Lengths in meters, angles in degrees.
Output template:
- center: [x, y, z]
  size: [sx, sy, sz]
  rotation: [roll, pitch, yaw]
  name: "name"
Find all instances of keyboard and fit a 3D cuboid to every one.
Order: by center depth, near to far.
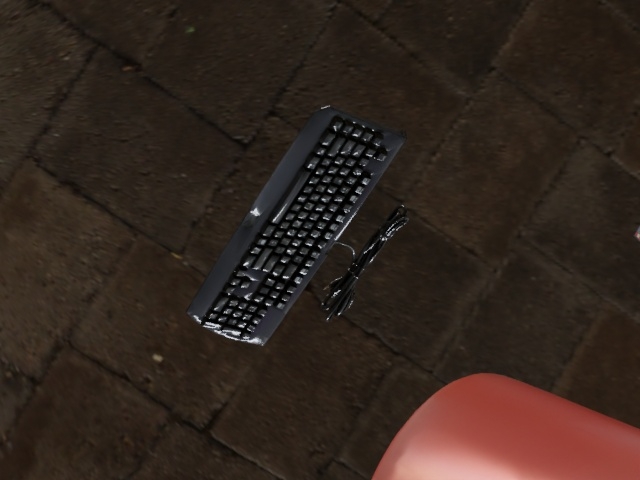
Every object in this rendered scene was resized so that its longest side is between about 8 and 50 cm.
- center: [0.000, 0.000, 1.379]
  size: [0.201, 0.033, 0.317]
  rotation: [15, 123, -35]
  name: "keyboard"

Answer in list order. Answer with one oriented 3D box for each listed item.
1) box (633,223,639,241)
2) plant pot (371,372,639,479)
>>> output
- center: [0.454, -0.055, 1.550]
  size: [0.094, 0.137, 0.027]
  rotation: [-37, 70, -20]
  name: "box"
- center: [0.180, 0.234, 0.735]
  size: [0.275, 0.243, 0.275]
  rotation: [-12, 105, -49]
  name: "plant pot"
